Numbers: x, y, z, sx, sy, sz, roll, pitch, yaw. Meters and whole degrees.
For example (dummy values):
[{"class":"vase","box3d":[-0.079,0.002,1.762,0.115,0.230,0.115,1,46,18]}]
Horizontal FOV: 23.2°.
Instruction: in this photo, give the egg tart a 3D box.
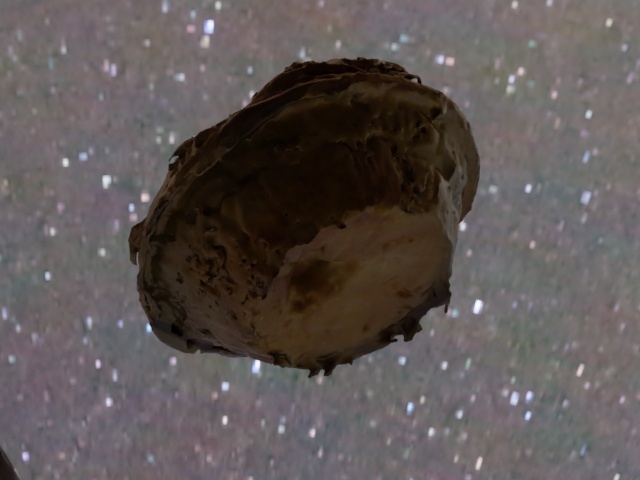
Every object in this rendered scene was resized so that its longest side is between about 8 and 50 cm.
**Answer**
[{"class":"egg tart","box3d":[0.000,0.000,0.847,0.213,0.212,0.090,-16,-133,-17]}]

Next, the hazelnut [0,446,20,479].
[{"class":"hazelnut","box3d":[-0.205,0.142,0.531,0.234,0.218,0.218,-38,-117,-19]}]
